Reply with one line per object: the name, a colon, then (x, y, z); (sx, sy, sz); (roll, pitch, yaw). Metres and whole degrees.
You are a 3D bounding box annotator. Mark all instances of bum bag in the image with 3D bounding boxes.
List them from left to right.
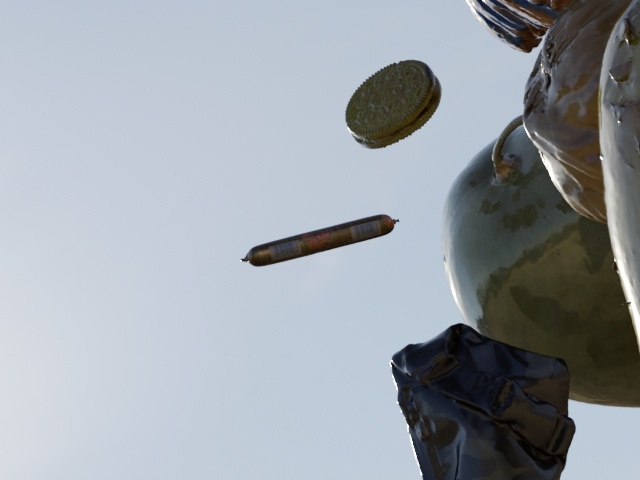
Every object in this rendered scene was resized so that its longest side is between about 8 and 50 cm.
bum bag: (0.148, 0.231, 1.526); (0.144, 0.340, 0.095); (-8, -16, -2)

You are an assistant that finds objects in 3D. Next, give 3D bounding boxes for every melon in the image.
melon: (0.244, 0.019, 1.691); (0.272, 0.308, 0.272); (-50, 8, 9)

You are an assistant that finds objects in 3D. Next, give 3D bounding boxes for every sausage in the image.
sausage: (0.000, 0.000, 1.146); (0.100, 0.015, 0.015); (-14, -24, -8)

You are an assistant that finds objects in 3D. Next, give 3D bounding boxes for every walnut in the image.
walnut: (0.253, -0.103, 1.289); (0.245, 0.198, 0.198); (-13, -25, -13)

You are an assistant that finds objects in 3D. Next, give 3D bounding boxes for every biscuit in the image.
biscuit: (0.058, -0.110, 1.522); (0.084, 0.084, 0.023); (-31, -54, 11)
biscuit: (0.137, -0.226, 1.412); (0.043, 0.183, 0.280); (-51, -23, -15)

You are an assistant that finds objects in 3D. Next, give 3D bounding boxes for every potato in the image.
potato: (0.240, -0.014, 1.118); (0.140, 0.300, 0.173); (-7, 10, 25)
